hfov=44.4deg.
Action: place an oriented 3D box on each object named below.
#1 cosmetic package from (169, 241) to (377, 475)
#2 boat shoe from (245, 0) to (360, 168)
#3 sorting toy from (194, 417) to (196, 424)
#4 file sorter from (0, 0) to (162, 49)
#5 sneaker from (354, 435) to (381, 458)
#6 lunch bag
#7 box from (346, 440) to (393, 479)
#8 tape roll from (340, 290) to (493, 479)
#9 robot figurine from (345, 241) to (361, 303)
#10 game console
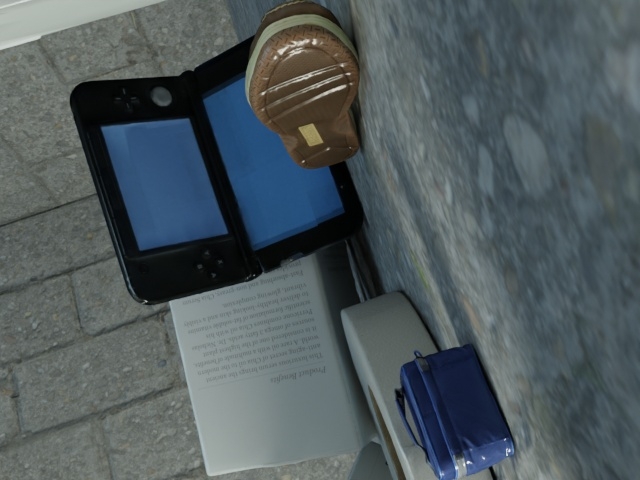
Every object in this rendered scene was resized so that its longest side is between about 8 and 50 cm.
[{"bbox_3d":[-0.077,0.075,1.111,0.161,0.230,0.453,4,-107,-71],"label":"cosmetic package"},{"bbox_3d":[-0.020,-0.146,0.686,0.257,0.095,0.095,81,175,-75],"label":"boat shoe"},{"bbox_3d":[-0.162,0.256,1.104,0.083,0.012,0.062,-86,-27,-43],"label":"sorting toy"},{"bbox_3d":[-0.144,-0.249,0.522,0.193,0.277,0.173,-123,16,-77],"label":"file sorter"},{"bbox_3d":[0.124,0.398,1.330,0.302,0.108,0.121,81,174,-66],"label":"sneaker"},{"bbox_3d":[0.093,0.126,0.585,0.067,0.065,0.098,78,171,-67],"label":"lunch bag"},{"bbox_3d":[0.070,0.420,1.120,0.181,0.119,0.182,-58,-14,-48],"label":"box"},{"bbox_3d":[0.117,0.245,0.853,0.392,0.072,0.392,161,90,-87],"label":"tape roll"},{"bbox_3d":[0.025,0.087,1.287,0.211,0.085,0.291,-59,-51,-85],"label":"robot figurine"},{"bbox_3d":[-0.129,-0.100,0.956,0.173,0.250,0.293,-32,75,51],"label":"game console"}]
